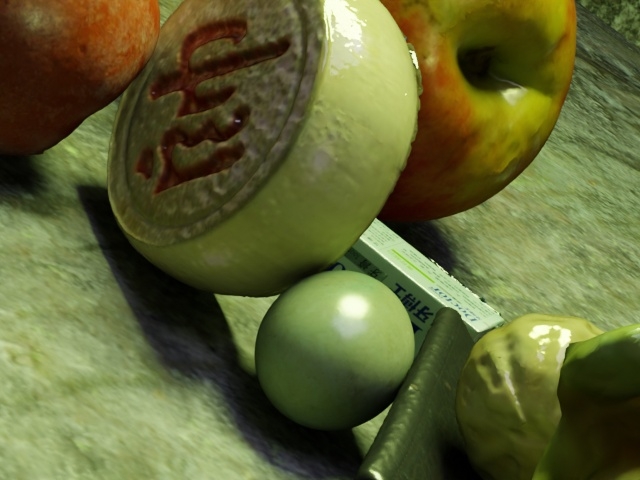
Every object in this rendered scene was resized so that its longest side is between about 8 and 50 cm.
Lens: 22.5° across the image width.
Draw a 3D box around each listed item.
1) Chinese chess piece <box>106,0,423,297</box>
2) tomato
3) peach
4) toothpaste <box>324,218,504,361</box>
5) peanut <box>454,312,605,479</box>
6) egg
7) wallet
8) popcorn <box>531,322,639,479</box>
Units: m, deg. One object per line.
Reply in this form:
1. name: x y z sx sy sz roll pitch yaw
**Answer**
1. Chinese chess piece: -0.048 -0.088 1.250 0.112 0.270 0.270 29 18 -38
2. tomato: -0.237 -0.175 1.265 0.184 0.208 0.208 46 16 -19
3. peach: 0.049 -0.208 1.549 0.388 0.388 0.388 28 21 -12
4. toothpaste: 0.000 0.000 1.386 0.336 0.081 0.067 39 22 18
5. peanut: 0.195 0.171 1.119 0.305 0.147 0.147 57 2 -39
6. egg: 0.012 0.079 1.178 0.114 0.114 0.152 35 24 8
7. wallet: 0.095 0.171 1.124 0.170 0.044 0.321 60 18 -9
8. popcorn: 0.215 0.225 0.883 0.274 0.279 0.335 23 48 3
